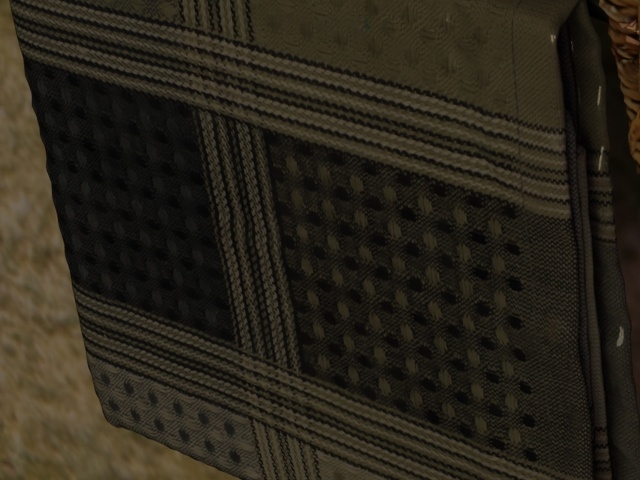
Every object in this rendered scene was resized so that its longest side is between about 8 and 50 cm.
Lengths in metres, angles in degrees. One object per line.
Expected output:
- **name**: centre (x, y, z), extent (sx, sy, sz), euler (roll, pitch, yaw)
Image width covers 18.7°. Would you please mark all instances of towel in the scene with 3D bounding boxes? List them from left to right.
- **towel**: centre (0.000, 0.000, 0.853), extent (0.324, 0.056, 0.312), euler (20, 131, 36)

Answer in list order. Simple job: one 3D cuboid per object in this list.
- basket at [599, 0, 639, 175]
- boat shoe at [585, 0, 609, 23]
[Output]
- **basket**: centre (0.214, -0.099, 0.549), extent (0.223, 0.213, 0.299), euler (41, 151, 62)
- **boat shoe**: centre (0.109, -0.111, 0.706), extent (0.228, 0.080, 0.076), euler (29, 152, 20)
